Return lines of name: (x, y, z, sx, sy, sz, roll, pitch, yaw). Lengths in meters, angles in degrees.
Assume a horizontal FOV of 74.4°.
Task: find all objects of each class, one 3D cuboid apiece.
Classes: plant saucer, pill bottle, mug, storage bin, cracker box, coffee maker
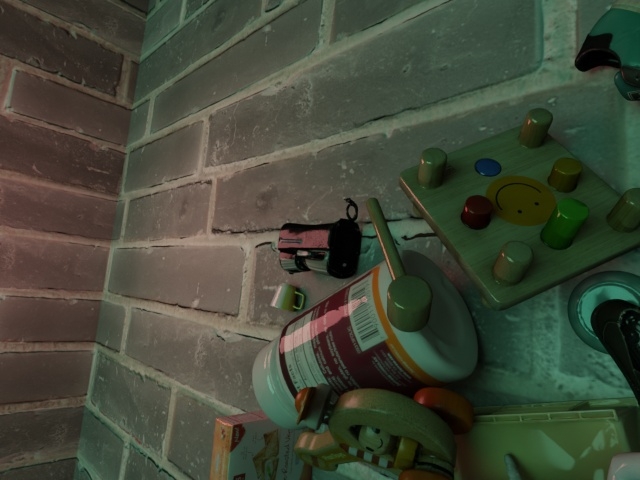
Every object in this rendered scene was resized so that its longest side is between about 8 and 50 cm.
plant saucer: (0.409, 0.101, 0.589, 0.119, 0.021, 0.120, -12, 73, 44)
pill bottle: (0.061, 0.204, 0.777, 0.392, 0.223, 0.224, -37, 57, 34)
mug: (-0.082, 0.144, 1.067, 0.062, 0.078, 0.064, 153, 133, -76)
storage bin: (0.310, 0.362, 0.561, 0.260, 0.123, 0.263, -24, 65, 41)
cracker box: (-0.116, 0.449, 0.895, 0.067, 0.232, 0.156, -5, 78, 45)
coffee maker: (0.000, 0.000, 0.981, 0.178, 0.120, 0.171, 4, 60, 45)

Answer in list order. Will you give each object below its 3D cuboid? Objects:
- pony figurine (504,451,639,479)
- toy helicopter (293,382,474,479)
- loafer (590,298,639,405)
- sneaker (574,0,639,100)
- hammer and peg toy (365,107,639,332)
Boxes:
pony figurine: (0.256, 0.347, 0.335, 0.363, 0.302, 0.351, 128, 162, -52)
toy helicopter: (0.038, 0.295, 0.629, 0.355, 0.234, 0.140, -49, 13, 49)
loafer: (0.413, 0.170, 0.501, 0.080, 0.078, 0.220, -38, 66, 12)
sneaker: (0.474, -0.217, 0.543, 0.121, 0.108, 0.302, -54, 41, 24)
hammer and peg toy: (0.228, -0.038, 0.594, 0.360, 0.127, 0.266, -21, 55, -9)
